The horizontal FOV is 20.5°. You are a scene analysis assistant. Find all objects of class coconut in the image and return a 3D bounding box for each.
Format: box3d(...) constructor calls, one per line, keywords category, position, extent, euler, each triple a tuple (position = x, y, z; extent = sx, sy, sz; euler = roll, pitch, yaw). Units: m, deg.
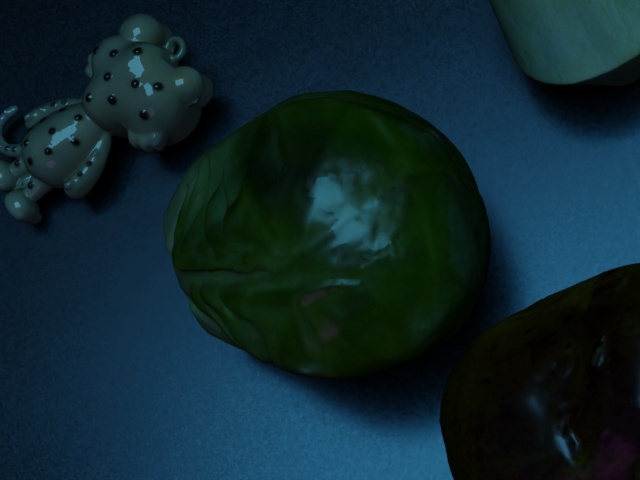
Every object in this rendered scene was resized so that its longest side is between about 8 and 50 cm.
box3d(category="coconut", position=(0.278, -0.258, 1.835), extent=(0.202, 0.222, 0.202), euler=(-23, 31, 14))

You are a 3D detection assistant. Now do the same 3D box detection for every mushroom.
box3d(category="mushroom", position=(0.303, 0.186, 1.721), extent=(0.345, 0.259, 0.345), euler=(5, 99, 32))

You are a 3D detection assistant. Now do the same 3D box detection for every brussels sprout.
box3d(category="brussels sprout", position=(0.002, -0.004, 1.792), extent=(0.354, 0.281, 0.289), euler=(-15, 89, 32))

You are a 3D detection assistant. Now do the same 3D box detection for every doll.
box3d(category="doll", position=(-0.254, -0.136, 1.980), extent=(0.278, 0.119, 0.154), euler=(-31, 69, 15))
